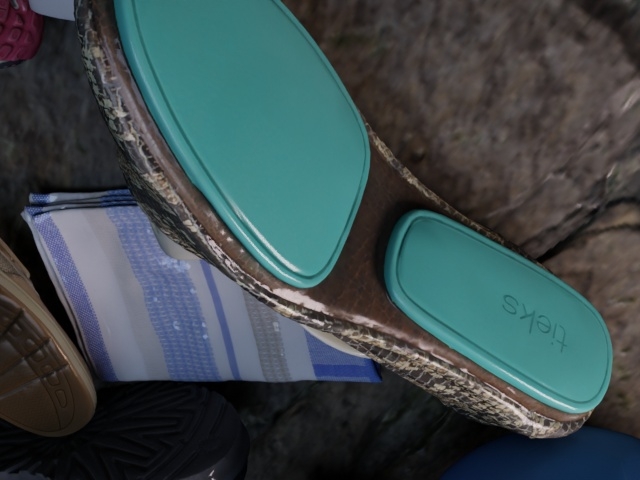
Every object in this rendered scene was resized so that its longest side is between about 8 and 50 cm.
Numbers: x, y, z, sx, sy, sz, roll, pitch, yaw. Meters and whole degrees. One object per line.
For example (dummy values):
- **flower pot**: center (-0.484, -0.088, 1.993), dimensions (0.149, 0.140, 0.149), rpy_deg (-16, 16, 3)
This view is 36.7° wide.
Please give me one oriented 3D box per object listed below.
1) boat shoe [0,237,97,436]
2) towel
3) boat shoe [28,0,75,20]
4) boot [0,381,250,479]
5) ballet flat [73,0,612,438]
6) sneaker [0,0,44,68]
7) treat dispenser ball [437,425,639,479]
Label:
- **boat shoe**: center (-0.300, 0.043, 0.852), dimensions (0.109, 0.098, 0.302), rpy_deg (-34, 107, 19)
- **towel**: center (-0.101, 0.046, 0.829), dimensions (0.284, 0.034, 0.209), rpy_deg (-1, 124, 18)
- **boat shoe**: center (-0.074, -0.200, 0.624), dimensions (0.258, 0.095, 0.084), rpy_deg (-6, 118, 8)
- **boot**: center (-0.152, 0.364, 0.988), dimensions (0.367, 0.146, 0.445), rpy_deg (-6, 118, 32)
- **ballet flat**: center (0.000, 0.000, 0.657), dimensions (0.482, 0.164, 0.182), rpy_deg (38, 148, -29)
- **sneaker**: center (-0.342, -0.188, 0.706), dimensions (0.299, 0.121, 0.112), rpy_deg (16, 156, 5)
- **treat dispenser ball**: center (0.196, 0.288, 0.745), dimensions (0.288, 0.288, 0.288), rpy_deg (8, 125, 12)
